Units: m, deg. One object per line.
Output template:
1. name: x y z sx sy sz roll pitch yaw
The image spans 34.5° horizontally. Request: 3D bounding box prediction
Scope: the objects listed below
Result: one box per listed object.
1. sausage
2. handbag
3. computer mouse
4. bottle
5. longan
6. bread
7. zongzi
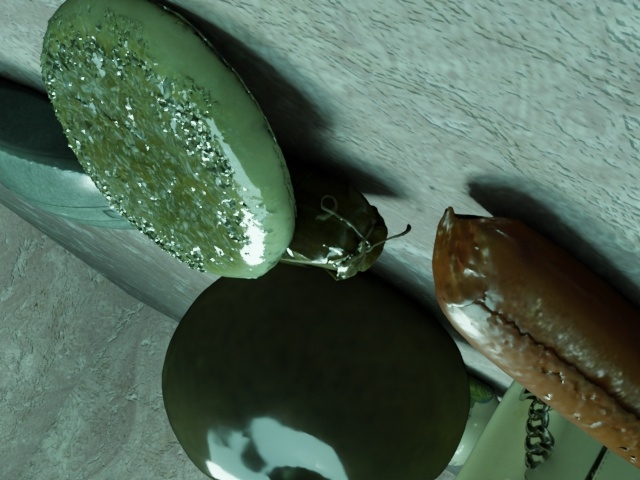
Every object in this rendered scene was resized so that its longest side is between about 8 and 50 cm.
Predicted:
1. sausage: 0.199 0.087 0.737 0.330 0.102 0.102 37 167 -24
2. handbag: 0.202 0.308 0.993 0.237 0.358 0.160 40 167 -36
3. computer mouse: -0.306 -0.086 1.249 0.374 0.114 0.203 23 165 31
4. bottle: 0.164 0.223 1.346 0.253 0.120 0.120 28 168 7
5. longan: -0.009 0.156 1.143 0.350 0.288 0.288 17 164 23
6. bread: -0.123 -0.071 0.790 0.267 0.040 0.267 33 148 24
7. zongzi: 0.000 0.000 0.890 0.187 0.084 0.184 26 167 32
